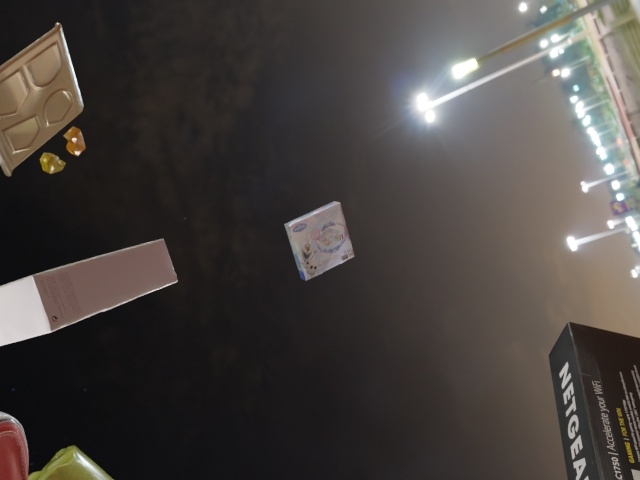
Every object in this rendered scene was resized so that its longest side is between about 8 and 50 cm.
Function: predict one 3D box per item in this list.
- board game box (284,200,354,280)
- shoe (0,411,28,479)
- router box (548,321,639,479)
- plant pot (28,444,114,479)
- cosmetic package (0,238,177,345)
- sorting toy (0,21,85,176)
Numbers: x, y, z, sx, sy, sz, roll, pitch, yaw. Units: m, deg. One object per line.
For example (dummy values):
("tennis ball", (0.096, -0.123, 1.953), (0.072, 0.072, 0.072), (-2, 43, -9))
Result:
("board game box", (0.000, 0.000, 0.871), (0.090, 0.020, 0.090), (-25, -66, -24))
("shoe", (-0.262, 0.239, 0.497), (0.063, 0.081, 0.178), (-6, -72, -58))
("router box", (0.235, 0.143, 0.394), (0.179, 0.133, 0.046), (-72, -7, -52))
("plant pot", (-0.323, 0.428, 0.781), (0.254, 0.276, 0.276), (53, -150, -4))
("cosmetic package", (-0.494, 0.108, 1.056), (0.284, 0.377, 0.097), (-20, -87, -62))
("sorting toy", (-0.537, -0.232, 1.113), (0.041, 0.307, 0.229), (27, -121, 6))
